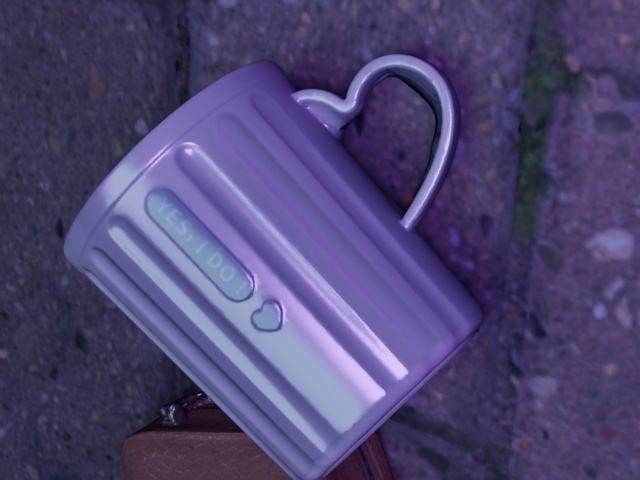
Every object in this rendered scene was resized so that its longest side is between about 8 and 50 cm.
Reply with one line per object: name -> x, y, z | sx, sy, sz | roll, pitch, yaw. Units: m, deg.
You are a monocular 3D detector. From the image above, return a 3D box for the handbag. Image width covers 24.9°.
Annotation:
handbag -> -0.043, 0.173, 0.983 | 0.193, 0.072, 0.151 | -8, 105, 40

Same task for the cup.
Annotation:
cup -> -0.010, 0.007, 0.828 | 0.202, 0.167, 0.221 | 47, 131, 7
